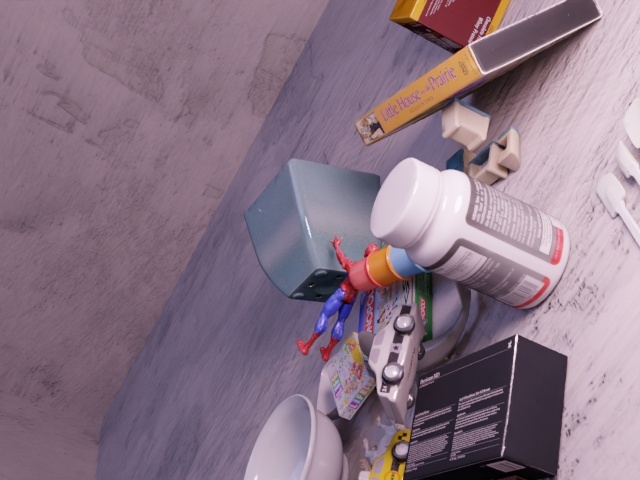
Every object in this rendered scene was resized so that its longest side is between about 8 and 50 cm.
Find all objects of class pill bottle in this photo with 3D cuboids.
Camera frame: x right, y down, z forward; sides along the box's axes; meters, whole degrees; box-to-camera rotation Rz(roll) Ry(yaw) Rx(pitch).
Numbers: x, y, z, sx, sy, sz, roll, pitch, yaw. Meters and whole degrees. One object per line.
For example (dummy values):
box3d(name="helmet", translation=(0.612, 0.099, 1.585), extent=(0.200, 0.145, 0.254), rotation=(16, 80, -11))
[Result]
box3d(name="pill bottle", translation=(0.232, -0.013, 1.525), extent=(0.161, 0.283, 0.161), rotation=(-53, 23, 34))

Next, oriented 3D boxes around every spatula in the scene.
box3d(name="spatula", translation=(0.455, -0.081, 1.365), extent=(0.242, 0.019, 0.168), rotation=(-99, 24, -57))

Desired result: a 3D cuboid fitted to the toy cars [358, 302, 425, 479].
box3d(name="toy cars", translation=(0.110, 0.299, 1.582), extent=(0.176, 0.087, 0.394), rotation=(-7, -82, -70))

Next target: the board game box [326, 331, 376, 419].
box3d(name="board game box", translation=(0.061, 0.263, 1.903), extent=(0.103, 0.026, 0.154), rotation=(-56, 23, 19))

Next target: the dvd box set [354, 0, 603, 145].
box3d(name="dvd box set", translation=(0.280, -0.314, 1.813), extent=(0.307, 0.062, 0.420), rotation=(-28, 2, -26))

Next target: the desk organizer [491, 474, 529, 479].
box3d(name="desk organizer", translation=(0.263, 0.394, 1.337), extent=(0.050, 0.047, 0.130), rotation=(-35, 36, 52))

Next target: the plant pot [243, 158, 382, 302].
box3d(name="plant pot", translation=(0.000, 0.000, 2.221), extent=(0.247, 0.247, 0.252), rotation=(-47, 45, 44))

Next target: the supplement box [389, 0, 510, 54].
box3d(name="supplement box", translation=(0.288, -0.520, 2.097), extent=(0.191, 0.194, 0.129), rotation=(-66, 19, 2))

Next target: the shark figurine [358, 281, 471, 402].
box3d(name="shark figurine", translation=(0.170, 0.182, 1.702), extent=(0.278, 0.116, 0.166), rotation=(-35, 63, 35))

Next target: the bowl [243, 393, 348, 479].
box3d(name="bowl", translation=(-0.035, 0.465, 1.915), extent=(0.298, 0.134, 0.298), rotation=(-53, 22, 33))

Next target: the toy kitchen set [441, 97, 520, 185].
box3d(name="toy kitchen set", translation=(0.258, -0.174, 1.819), extent=(0.207, 0.166, 0.122), rotation=(-44, 30, 48))

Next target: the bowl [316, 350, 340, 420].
box3d(name="bowl", translation=(0.050, 0.297, 2.005), extent=(0.142, 0.053, 0.142), rotation=(-48, 26, 44))

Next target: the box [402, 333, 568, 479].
box3d(name="box", translation=(0.241, 0.269, 1.452), extent=(0.261, 0.103, 0.184), rotation=(-37, 37, 56))

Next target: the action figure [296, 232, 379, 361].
box3d(name="action figure", translation=(0.039, 0.103, 2.056), extent=(0.280, 0.091, 0.139), rotation=(-58, 29, 24))

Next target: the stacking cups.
box3d(name="stacking cups", translation=(0.180, 0.026, 1.834), extent=(0.316, 0.096, 0.096), rotation=(-25, 44, 50))

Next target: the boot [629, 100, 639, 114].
box3d(name="boot", translation=(0.508, -0.221, 1.405), extent=(0.114, 0.037, 0.106), rotation=(-63, 32, 19))

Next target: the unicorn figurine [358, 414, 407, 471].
box3d(name="unicorn figurine", translation=(0.120, 0.359, 1.755), extent=(0.111, 0.060, 0.162), rotation=(-129, 48, -68))

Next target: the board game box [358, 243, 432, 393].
box3d(name="board game box", translation=(0.149, 0.122, 1.957), extent=(0.213, 0.046, 0.317), rotation=(-47, 27, 42))
